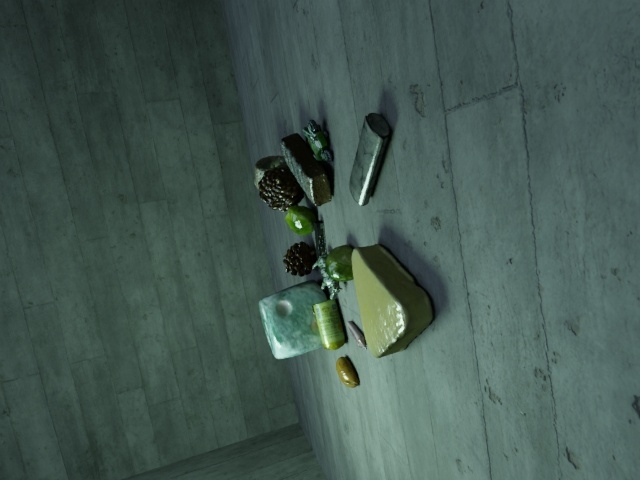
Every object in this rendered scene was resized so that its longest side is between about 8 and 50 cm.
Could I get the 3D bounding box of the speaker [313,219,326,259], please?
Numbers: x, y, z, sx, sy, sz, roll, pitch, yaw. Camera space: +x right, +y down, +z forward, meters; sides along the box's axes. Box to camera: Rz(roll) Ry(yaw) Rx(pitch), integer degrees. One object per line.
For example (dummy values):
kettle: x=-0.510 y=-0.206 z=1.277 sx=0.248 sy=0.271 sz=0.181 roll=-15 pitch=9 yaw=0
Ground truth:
speaker: x=0.000 y=0.000 z=2.060 sx=0.046 sy=0.040 sz=0.191 roll=-139 pitch=41 yaw=-62

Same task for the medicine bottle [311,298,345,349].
medicine bottle: x=0.045 y=0.408 z=2.051 sx=0.124 sy=0.124 sz=0.238 roll=140 pitch=117 yaw=-72

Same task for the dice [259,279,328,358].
dice: x=-0.129 y=0.413 z=2.242 sx=0.328 sy=0.331 sz=0.348 roll=135 pitch=120 yaw=-71

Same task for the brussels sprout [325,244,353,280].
brussels sprout: x=0.078 y=0.097 z=1.707 sx=0.151 sy=0.122 sz=0.149 roll=112 pitch=140 yaw=-65

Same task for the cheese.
cheese: x=0.199 y=0.170 z=1.373 sx=0.384 sy=0.104 sz=0.383 roll=169 pitch=90 yaw=-75

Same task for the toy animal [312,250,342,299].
toy animal: x=0.040 y=0.174 z=1.979 sx=0.170 sy=0.090 sz=0.255 roll=104 pitch=149 yaw=-47

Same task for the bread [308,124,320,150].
bread: x=-0.026 y=-0.447 z=1.858 sx=0.154 sy=0.028 sz=0.068 roll=149 pitch=107 yaw=-75

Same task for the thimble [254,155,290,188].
thimble: x=-0.270 y=-0.382 z=2.395 sx=0.196 sy=0.229 sz=0.148 roll=25 pitch=130 yaw=37

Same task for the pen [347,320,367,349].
pen: x=0.158 y=0.410 z=1.818 sx=0.197 sy=0.032 sz=0.053 roll=-134 pitch=36 yaw=-65

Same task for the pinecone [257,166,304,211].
pinecone: x=-0.192 y=-0.263 z=2.225 sx=0.257 sy=0.244 sz=0.243 roll=14 pitch=-124 yaw=-59

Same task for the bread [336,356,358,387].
bread: x=0.120 y=0.634 z=2.039 sx=0.189 sy=0.078 sz=0.114 roll=-130 pitch=37 yaw=-64

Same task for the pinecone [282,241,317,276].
pinecone: x=-0.113 y=0.110 z=2.300 sx=0.212 sy=0.169 sz=0.185 roll=130 pitch=142 yaw=-54

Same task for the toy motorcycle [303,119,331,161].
toy motorcycle: x=-0.009 y=-0.400 z=1.745 sx=0.190 sy=0.074 sz=0.106 roll=63 pitch=159 yaw=0

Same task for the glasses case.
glasses case: x=0.149 y=-0.245 z=1.331 sx=0.299 sy=0.060 sz=0.114 roll=100 pitch=154 yaw=-53

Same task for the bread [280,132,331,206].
bread: x=-0.068 y=-0.322 z=1.896 sx=0.416 sy=0.113 sz=0.165 roll=-121 pitch=10 yaw=-48

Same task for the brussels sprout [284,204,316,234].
brussels sprout: x=-0.097 y=-0.102 z=2.129 sx=0.181 sy=0.162 sz=0.143 roll=-143 pitch=74 yaw=-81
